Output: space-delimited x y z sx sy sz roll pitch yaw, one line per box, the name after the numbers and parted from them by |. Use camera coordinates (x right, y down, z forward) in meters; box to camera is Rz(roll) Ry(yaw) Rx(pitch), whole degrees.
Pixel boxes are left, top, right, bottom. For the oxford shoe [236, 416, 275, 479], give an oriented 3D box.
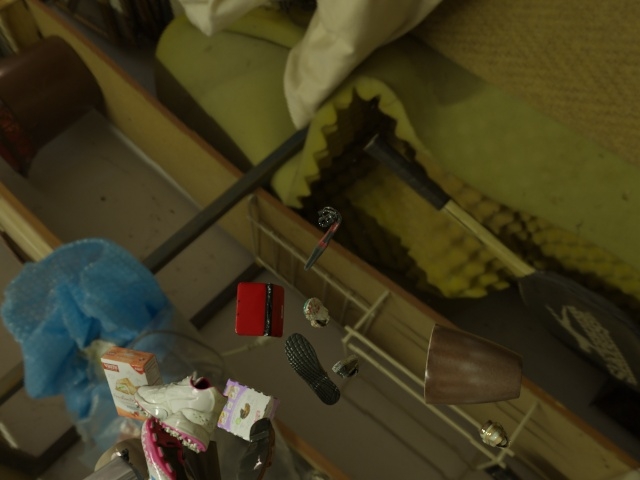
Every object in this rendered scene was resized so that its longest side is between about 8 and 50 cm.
-0.136 0.507 1.374 0.212 0.076 0.076 -69 -41 -66 | oxford shoe

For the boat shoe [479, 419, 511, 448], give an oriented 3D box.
0.484 0.541 1.616 0.072 0.068 0.190 36 180 32 | boat shoe

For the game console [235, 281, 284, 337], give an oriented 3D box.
-0.162 0.191 1.624 0.085 0.143 0.124 -3 167 23 | game console

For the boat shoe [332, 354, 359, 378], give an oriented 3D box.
0.109 0.497 2.291 0.070 0.078 0.219 48 -166 17 | boat shoe

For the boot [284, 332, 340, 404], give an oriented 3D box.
-0.033 0.401 1.808 0.246 0.083 0.161 55 167 7 | boot

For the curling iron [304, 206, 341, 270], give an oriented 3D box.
0.000 0.000 1.738 0.068 0.035 0.274 42 140 17 | curling iron

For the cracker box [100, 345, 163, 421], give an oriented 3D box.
-0.562 0.443 1.808 0.156 0.067 0.232 6 119 20 | cracker box

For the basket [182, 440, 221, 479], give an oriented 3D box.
-0.456 0.903 2.254 0.154 0.204 0.226 -48 53 31 | basket

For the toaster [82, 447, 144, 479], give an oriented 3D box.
-0.515 0.648 1.473 0.129 0.146 0.226 19 124 43 | toaster

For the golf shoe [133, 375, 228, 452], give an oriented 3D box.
-0.311 0.364 1.329 0.306 0.140 0.115 8 146 49 | golf shoe

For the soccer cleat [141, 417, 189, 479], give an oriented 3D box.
-0.386 0.600 1.462 0.331 0.143 0.116 53 -168 31 | soccer cleat

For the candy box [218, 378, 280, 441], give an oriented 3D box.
-0.259 0.592 2.053 0.196 0.164 0.070 13 163 33 | candy box

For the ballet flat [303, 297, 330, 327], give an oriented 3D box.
-0.005 0.266 2.170 0.077 0.091 0.241 18 166 13 | ballet flat

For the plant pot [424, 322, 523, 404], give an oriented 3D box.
0.404 0.338 1.548 0.231 0.215 0.215 6 143 17 | plant pot

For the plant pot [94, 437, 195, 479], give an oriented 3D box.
-0.615 0.833 1.992 0.280 0.323 0.323 38 158 35 | plant pot
